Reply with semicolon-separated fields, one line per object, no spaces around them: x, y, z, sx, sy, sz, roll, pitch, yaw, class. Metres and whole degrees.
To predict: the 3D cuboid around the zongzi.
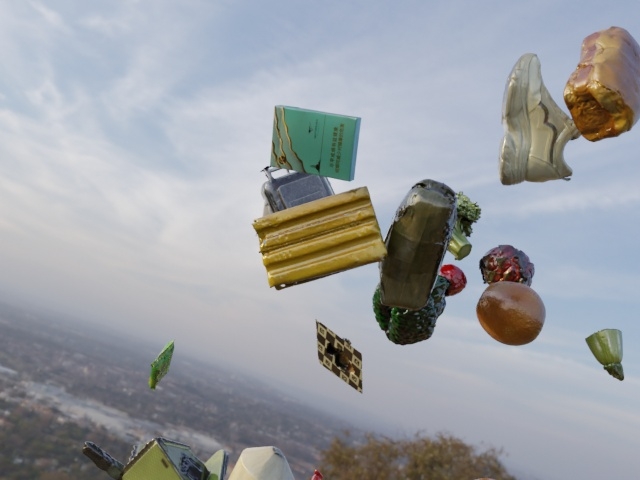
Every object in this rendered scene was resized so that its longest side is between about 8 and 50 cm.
0.284;-0.041;1.845;0.174;0.356;0.393;18;29;6;zongzi

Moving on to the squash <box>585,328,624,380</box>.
0.819;0.331;1.851;0.105;0.132;0.105;-2;-33;-1;squash

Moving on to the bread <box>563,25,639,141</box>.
0.709;-0.393;1.597;0.149;0.344;0.195;-16;-61;41;bread

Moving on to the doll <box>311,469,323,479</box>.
-0.040;0.940;2.118;0.188;0.384;0.099;5;-42;31;doll

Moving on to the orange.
0.564;0.214;1.936;0.206;0.206;0.206;20;-12;4;orange

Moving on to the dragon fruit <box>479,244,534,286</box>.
0.639;0.098;2.249;0.189;0.182;0.182;14;-13;20;dragon fruit

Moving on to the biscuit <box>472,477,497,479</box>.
0.338;0.472;0.956;0.324;0.205;0.049;36;31;14;biscuit

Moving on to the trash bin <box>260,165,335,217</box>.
-0.096;-0.104;2.385;0.296;0.256;0.367;63;-19;10;trash bin

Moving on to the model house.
-0.378;0.501;1.461;0.279;0.218;0.205;44;4;-11;model house

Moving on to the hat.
0.357;0.195;2.204;0.242;0.332;0.274;61;-19;25;hat

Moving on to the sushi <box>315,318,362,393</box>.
0.071;0.357;2.049;0.210;0.040;0.192;30;-44;39;sushi

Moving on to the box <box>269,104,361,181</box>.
-0.016;-0.250;1.661;0.229;0.162;0.041;13;19;21;box

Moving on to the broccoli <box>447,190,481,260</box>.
0.434;-0.067;2.282;0.288;0.235;0.260;-6;17;-34;broccoli

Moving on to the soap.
-0.001;0.000;1.716;0.325;0.204;0.096;-15;-13;6;soap

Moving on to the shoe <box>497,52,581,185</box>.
0.576;-0.307;1.685;0.211;0.342;0.132;4;2;9;shoe

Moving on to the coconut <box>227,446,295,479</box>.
-0.184;0.754;2.066;0.202;0.222;0.202;31;12;-7;coconut

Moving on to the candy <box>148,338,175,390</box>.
-0.459;0.359;1.884;0.032;0.102;0.178;29;-37;2;candy
